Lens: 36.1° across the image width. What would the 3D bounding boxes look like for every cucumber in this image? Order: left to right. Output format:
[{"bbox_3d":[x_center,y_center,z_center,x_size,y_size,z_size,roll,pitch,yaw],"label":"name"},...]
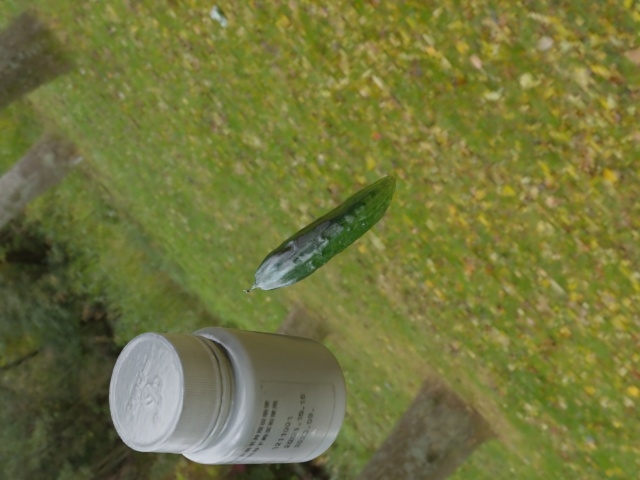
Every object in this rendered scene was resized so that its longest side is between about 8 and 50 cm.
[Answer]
[{"bbox_3d":[0.000,0.000,0.855,0.039,0.168,0.039,53,-173,-9],"label":"cucumber"}]

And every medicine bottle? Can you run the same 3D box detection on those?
[{"bbox_3d":[-0.053,0.092,0.582,0.130,0.080,0.080,13,-163,-46],"label":"medicine bottle"}]
